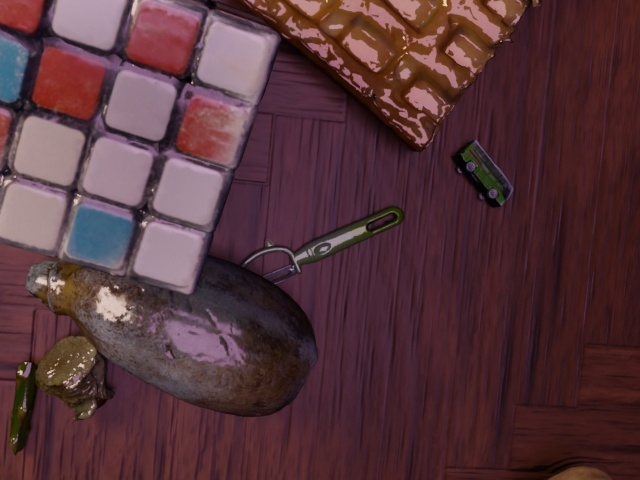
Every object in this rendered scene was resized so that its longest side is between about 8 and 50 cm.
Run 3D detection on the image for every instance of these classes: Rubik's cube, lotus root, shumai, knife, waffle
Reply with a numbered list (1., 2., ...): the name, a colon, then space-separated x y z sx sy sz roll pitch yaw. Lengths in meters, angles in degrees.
1. Rubik's cube: -0.201 -0.130 0.816 0.253 0.259 0.256 18 105 -11
2. lotus root: -0.157 0.081 0.909 0.322 0.140 0.158 22 59 -9
3. shumai: -0.265 0.156 0.953 0.083 0.082 0.080 -37 137 -1
4. knife: 0.000 0.000 1.004 0.212 0.015 0.054 -23 95 -6
5. waffle: 0.105 -0.321 0.973 0.304 0.077 0.348 40 87 -9

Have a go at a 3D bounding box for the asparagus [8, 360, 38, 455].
1. asparagus: -0.336 0.187 0.954 0.025 0.021 0.108 9 92 -6

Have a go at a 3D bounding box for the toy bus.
1. toy bus: 0.197 -0.079 1.027 0.037 0.031 0.083 -43 99 -15

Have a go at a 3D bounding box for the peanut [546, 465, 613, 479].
1. peanut: 0.310 0.431 1.025 0.153 0.140 0.325 -1 92 7
